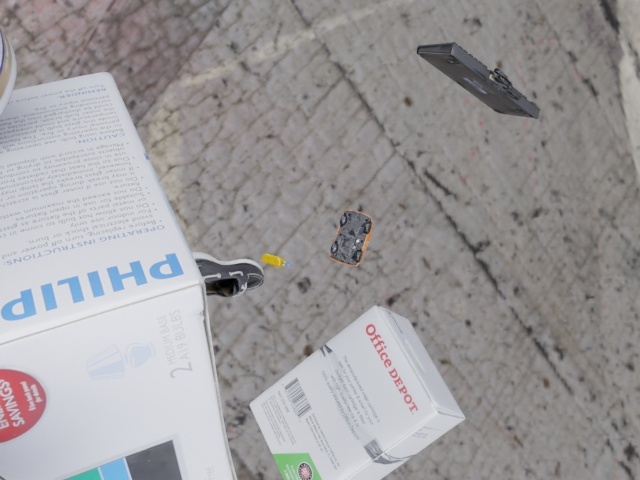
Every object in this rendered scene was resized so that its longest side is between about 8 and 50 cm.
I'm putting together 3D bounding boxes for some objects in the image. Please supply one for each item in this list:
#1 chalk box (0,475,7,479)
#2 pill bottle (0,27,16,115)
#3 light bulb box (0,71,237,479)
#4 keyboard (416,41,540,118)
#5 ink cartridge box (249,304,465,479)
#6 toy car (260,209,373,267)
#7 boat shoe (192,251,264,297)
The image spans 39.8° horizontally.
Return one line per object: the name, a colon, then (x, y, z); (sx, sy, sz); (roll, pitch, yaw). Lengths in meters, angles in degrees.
chalk box: (-0.263, 0.216, 0.553); (0.213, 0.132, 0.132); (38, 35, 0)
pill bottle: (-0.359, -0.182, 0.663); (0.265, 0.153, 0.153); (63, 34, -64)
light bulb box: (-0.240, 0.089, 0.852); (0.225, 0.361, 0.358); (-17, 132, -15)
keyboard: (0.218, -0.209, 1.159); (0.180, 0.108, 0.023); (26, 88, -34)
ink cartridge box: (0.057, 0.277, 1.440); (0.121, 0.289, 0.211); (26, 30, -54)
toy car: (0.000, 0.000, 0.952); (0.040, 0.122, 0.060); (24, 67, -70)
boat shoe: (-0.099, 0.042, 0.925); (0.125, 0.046, 0.038); (19, 36, -56)
